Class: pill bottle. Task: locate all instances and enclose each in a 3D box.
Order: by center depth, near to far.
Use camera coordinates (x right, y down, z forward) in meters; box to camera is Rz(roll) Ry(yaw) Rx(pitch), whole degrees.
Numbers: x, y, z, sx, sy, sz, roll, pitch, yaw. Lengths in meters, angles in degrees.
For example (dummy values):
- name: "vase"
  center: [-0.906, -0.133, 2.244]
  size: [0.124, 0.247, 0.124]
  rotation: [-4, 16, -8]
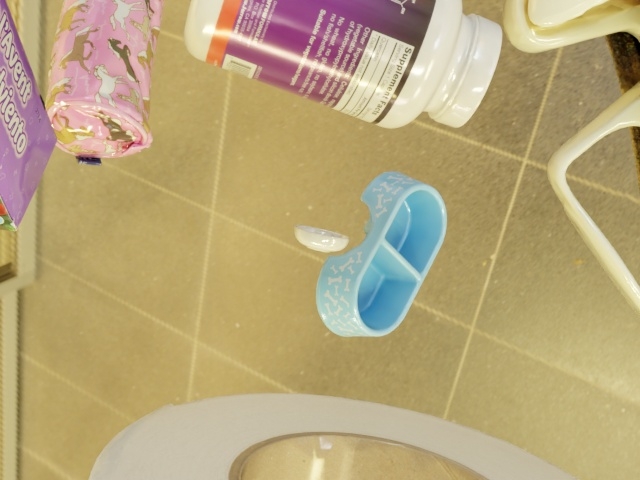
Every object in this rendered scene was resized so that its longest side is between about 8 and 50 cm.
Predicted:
- name: "pill bottle"
  center: [0.026, -0.237, 0.895]
  size: [0.323, 0.181, 0.181]
  rotation: [18, 123, -10]

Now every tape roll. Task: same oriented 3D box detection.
- name: "tape roll"
  center: [0.034, 0.205, 0.557]
  size: [0.392, 0.392, 0.072]
  rotation: [15, 100, 27]

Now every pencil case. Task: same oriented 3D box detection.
- name: "pencil case"
  center: [-0.338, -0.312, 1.319]
  size: [0.160, 0.386, 0.167]
  rotation: [-2, 149, -1]

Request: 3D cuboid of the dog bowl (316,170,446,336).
- name: "dog bowl"
  center: [0.109, 0.026, 1.338]
  size: [0.074, 0.297, 0.166]
  rotation: [11, 156, 47]

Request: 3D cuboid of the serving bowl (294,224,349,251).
- name: "serving bowl"
  center: [0.000, 0.000, 1.196]
  size: [0.083, 0.083, 0.027]
  rotation: [15, 96, 27]

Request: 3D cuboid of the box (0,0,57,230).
- name: "box"
  center: [-0.262, -0.100, 0.284]
  size: [0.293, 0.057, 0.201]
  rotation: [9, 148, 3]

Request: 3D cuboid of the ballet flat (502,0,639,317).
- name: "ballet flat"
  center: [0.146, -0.076, 0.359]
  size: [0.123, 0.123, 0.349]
  rotation: [-15, 103, 36]
